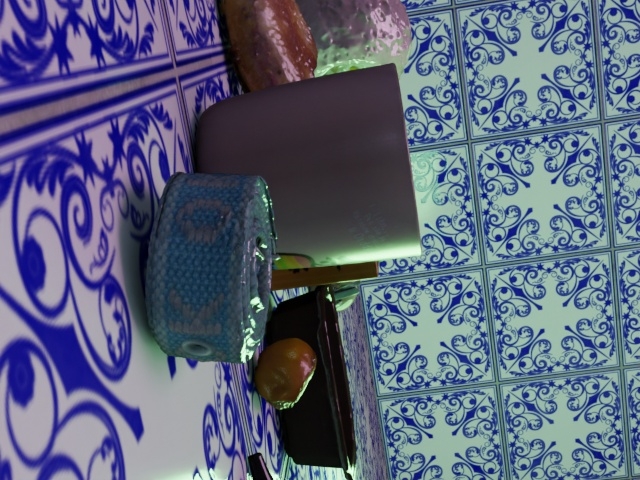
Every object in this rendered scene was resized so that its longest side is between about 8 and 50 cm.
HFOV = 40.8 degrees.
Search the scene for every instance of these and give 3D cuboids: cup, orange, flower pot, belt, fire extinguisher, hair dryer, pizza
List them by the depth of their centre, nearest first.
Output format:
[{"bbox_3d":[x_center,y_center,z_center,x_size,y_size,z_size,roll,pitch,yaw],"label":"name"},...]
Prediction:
[{"bbox_3d":[-0.078,0.019,0.628,0.163,0.082,0.148,87,10,-56],"label":"belt"},{"bbox_3d":[-0.057,0.249,0.881,0.083,0.031,0.079,-173,-114,-81],"label":"hair dryer"},{"bbox_3d":[-0.007,-0.063,0.891,0.253,0.200,0.192,34,48,-82],"label":"cup"},{"bbox_3d":[-0.042,0.144,0.949,0.086,0.062,0.086,-57,-178,4],"label":"orange"},{"bbox_3d":[-0.078,-0.298,1.105,0.161,0.085,0.306,1,76,-61],"label":"pizza"},{"bbox_3d":[-0.013,0.180,1.117,0.179,0.084,0.251,-62,142,-81],"label":"flower pot"},{"bbox_3d":[0.033,0.072,1.669,0.269,0.104,0.105,-72,154,-77],"label":"fire extinguisher"}]

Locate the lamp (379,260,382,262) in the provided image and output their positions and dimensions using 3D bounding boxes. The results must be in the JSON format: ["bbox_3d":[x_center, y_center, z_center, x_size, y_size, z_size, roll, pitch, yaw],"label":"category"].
[{"bbox_3d":[0.062,-0.053,1.714,0.214,0.121,0.121,44,15,-12],"label":"lamp"}]

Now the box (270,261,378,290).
[{"bbox_3d":[0.000,0.001,1.150,0.237,0.152,0.070,-75,157,-75],"label":"box"}]

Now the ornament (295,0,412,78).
[{"bbox_3d":[0.036,-0.365,1.532,0.259,0.259,0.225,71,11,-66],"label":"ornament"}]
